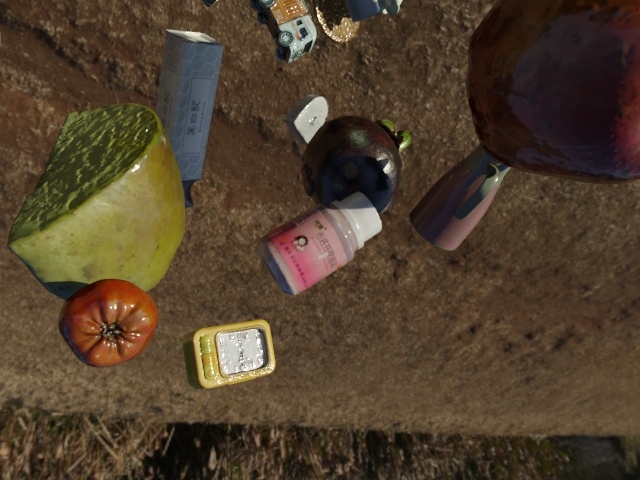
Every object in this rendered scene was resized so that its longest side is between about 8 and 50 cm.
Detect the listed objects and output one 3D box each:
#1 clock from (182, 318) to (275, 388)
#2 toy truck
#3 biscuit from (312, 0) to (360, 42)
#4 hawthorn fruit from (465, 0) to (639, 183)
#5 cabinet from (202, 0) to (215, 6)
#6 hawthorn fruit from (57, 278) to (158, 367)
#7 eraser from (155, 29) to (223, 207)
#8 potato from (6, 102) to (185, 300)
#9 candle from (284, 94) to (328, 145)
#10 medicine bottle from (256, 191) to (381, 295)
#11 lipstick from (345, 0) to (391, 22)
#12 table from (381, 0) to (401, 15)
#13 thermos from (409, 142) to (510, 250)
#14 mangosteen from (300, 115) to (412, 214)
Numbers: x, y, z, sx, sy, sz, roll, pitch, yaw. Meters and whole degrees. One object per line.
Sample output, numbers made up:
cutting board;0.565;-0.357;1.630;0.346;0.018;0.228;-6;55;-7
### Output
clock;-0.220;0.275;1.102;0.202;0.143;0.096;-3;164;-37
toy truck;-0.127;-0.800;1.597;0.162;0.305;0.136;-28;-177;-11
biscuit;0.061;-0.865;1.669;0.037;0.261;0.262;14;161;42
hawthorn fruit;0.458;-0.274;0.749;0.403;0.402;0.402;-7;141;-6
cabinet;-0.243;-0.880;1.263;0.290;0.318;0.227;-50;119;-18
hawthorn fruit;-0.295;0.106;0.640;0.125;0.140;0.125;-1;125;-2
eraser;-0.323;-0.265;1.050;0.096;0.098;0.403;-14;134;-45
potato;-0.321;-0.043;0.798;0.213;0.330;0.280;-11;138;7
candle;-0.050;-0.436;1.663;0.169;0.068;0.192;-11;117;-41
medicine bottle;0.000;0.000;0.945;0.247;0.147;0.147;-31;142;-10
lipstick;0.042;-0.497;0.735;0.078;0.079;0.252;-3;126;40
table;0.278;-0.905;1.581;0.198;0.167;0.166;-43;150;-26
thermos;0.342;-0.110;1.064;0.146;0.176;0.265;29;126;-5
mangosteen;0.124;-0.209;1.292;0.360;0.306;0.306;-13;142;-9
